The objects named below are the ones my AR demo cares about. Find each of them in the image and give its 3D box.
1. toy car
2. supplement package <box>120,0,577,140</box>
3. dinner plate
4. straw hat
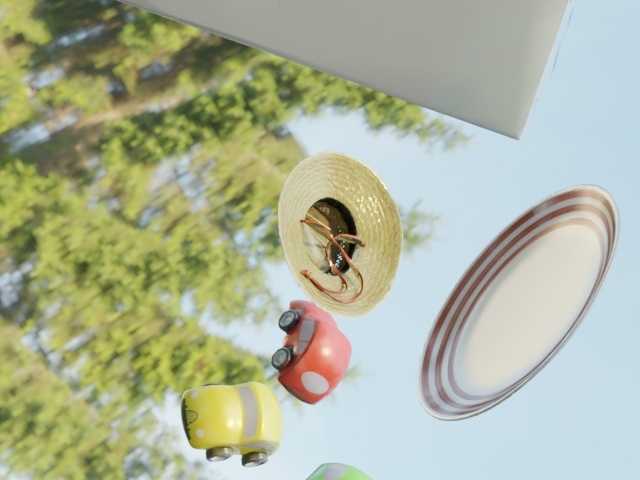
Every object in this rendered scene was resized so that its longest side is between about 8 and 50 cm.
[{"bbox_3d":[0.001,0.177,1.247,0.053,0.239,0.225,-25,-83,33],"label":"toy car"},{"bbox_3d":[0.023,-0.173,0.590,0.203,0.149,0.194,20,-73,7],"label":"supplement package"},{"bbox_3d":[0.100,0.033,0.728,0.017,0.141,0.141,39,-38,-17],"label":"dinner plate"},{"bbox_3d":[0.000,0.000,1.265,0.061,0.144,0.144,-20,-79,51],"label":"straw hat"}]
